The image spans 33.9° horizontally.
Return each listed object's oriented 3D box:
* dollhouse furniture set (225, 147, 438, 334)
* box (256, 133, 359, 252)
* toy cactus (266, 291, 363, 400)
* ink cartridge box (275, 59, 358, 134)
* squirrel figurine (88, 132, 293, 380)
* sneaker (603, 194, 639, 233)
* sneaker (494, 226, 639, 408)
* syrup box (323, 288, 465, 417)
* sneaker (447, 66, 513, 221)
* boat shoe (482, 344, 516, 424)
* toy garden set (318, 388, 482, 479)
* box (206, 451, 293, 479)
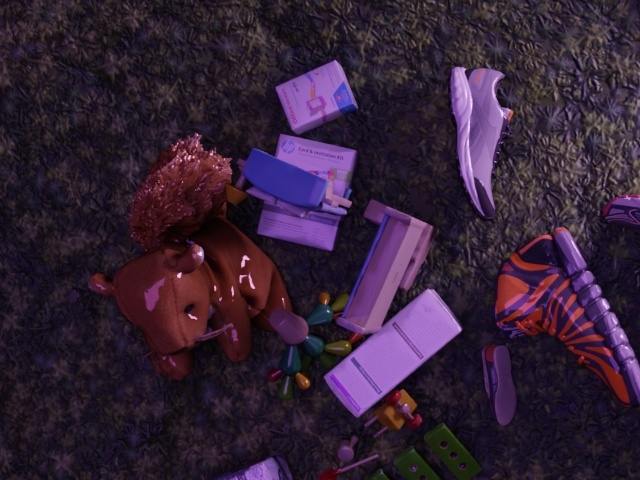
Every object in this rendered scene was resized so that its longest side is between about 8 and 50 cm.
[{"bbox_3d":[0.000,0.000,1.749,0.303,0.286,0.198,25,93,15],"label":"dollhouse furniture set"},{"bbox_3d":[-0.022,-0.085,1.881,0.145,0.038,0.186,14,89,13],"label":"box"},{"bbox_3d":[-0.027,0.164,1.804,0.219,0.180,0.112,-48,45,-2],"label":"toy cactus"},{"bbox_3d":[-0.008,-0.255,1.880,0.123,0.052,0.088,-23,82,12],"label":"ink cartridge box"},{"bbox_3d":[-0.245,0.033,1.751,0.281,0.370,0.396,-12,84,13],"label":"squirrel figurine"},{"bbox_3d":[0.592,0.021,1.693,0.299,0.121,0.112,31,91,12],"label":"sneaker"},{"bbox_3d":[0.401,0.153,1.742,0.180,0.125,0.321,-29,70,14],"label":"sneaker"},{"bbox_3d":[0.128,0.193,1.802,0.237,0.093,0.096,-40,80,8],"label":"syrup box"},{"bbox_3d":[0.279,-0.168,1.789,0.108,0.100,0.271,-5,85,7],"label":"sneaker"},{"bbox_3d":[0.301,0.245,1.788,0.043,0.049,0.136,-9,86,54],"label":"boat shoe"},{"bbox_3d":[0.117,0.381,1.796,0.244,0.049,0.204,-38,103,11],"label":"toy garden set"},{"bbox_3d":[-0.107,0.513,1.811,0.163,0.142,0.247,-23,83,11],"label":"box"}]
